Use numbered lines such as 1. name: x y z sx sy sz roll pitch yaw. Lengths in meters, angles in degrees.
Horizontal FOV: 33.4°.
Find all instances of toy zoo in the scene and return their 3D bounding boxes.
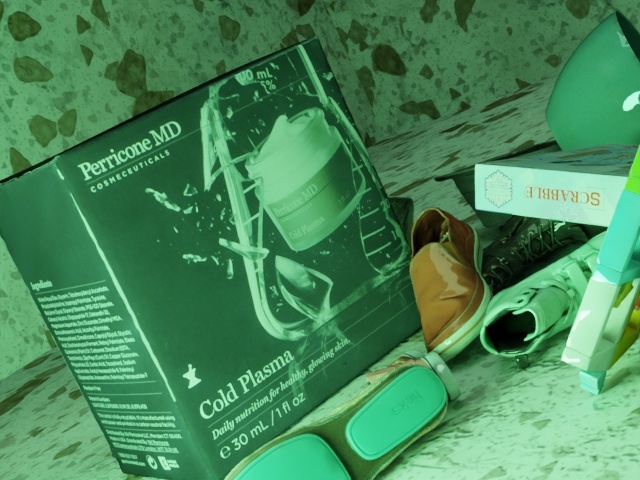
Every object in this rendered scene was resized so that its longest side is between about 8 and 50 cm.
1. toy zoo: 0.321 0.021 1.092 0.030 0.293 0.192 24 17 27

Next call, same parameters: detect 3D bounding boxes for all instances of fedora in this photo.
1. fedora: 0.352 -0.096 1.961 0.243 0.124 0.275 -14 5 40

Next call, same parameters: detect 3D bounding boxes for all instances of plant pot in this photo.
1. plant pot: 0.508 -0.221 1.848 0.195 0.290 0.290 -33 6 25

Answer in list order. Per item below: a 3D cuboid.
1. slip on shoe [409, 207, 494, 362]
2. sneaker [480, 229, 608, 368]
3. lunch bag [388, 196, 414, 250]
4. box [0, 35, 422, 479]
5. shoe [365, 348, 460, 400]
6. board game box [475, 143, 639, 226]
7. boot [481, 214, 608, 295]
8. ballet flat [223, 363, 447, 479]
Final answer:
1. slip on shoe: 0.172 0.058 1.511 0.123 0.101 0.331 -44 18 26
2. sneaker: 0.310 0.069 1.288 0.256 0.094 0.151 -31 2 23
3. lunch bag: 0.000 0.000 1.972 0.287 0.169 0.235 5 -12 -39
4. box: -0.151 0.023 1.570 0.480 0.472 0.297 -33 12 -35
5. shoe: 0.110 0.179 1.318 0.081 0.063 0.178 -28 5 -9
6. board game box: 0.420 -0.072 1.364 0.318 0.066 0.318 -11 14 -41
7. boot: 0.317 0.019 1.623 0.229 0.091 0.263 -37 10 -30
8. ballet flat: 0.010 0.244 1.171 0.316 0.108 0.106 -25 -12 -29
